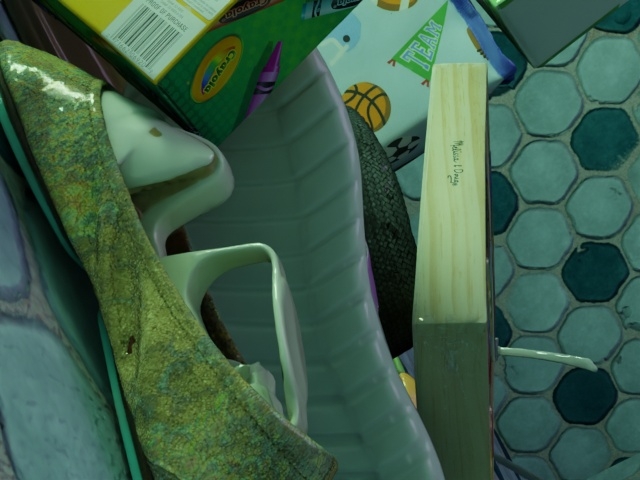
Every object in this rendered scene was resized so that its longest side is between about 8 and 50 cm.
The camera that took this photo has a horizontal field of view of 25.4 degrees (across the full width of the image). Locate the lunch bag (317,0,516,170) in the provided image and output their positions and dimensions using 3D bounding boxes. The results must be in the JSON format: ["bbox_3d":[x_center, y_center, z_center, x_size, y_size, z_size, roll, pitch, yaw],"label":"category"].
[{"bbox_3d":[0.026,-0.178,1.580,0.239,0.328,0.385,60,8,1],"label":"lunch bag"}]

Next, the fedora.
[{"bbox_3d":[0.000,0.000,1.186,0.334,0.152,0.334,-18,90,-88],"label":"fedora"}]

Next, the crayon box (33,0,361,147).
[{"bbox_3d":[-0.107,-0.200,0.896,0.278,0.165,0.081,41,-7,34],"label":"crayon box"}]

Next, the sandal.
[{"bbox_3d":[-0.029,0.038,0.960,0.102,0.169,0.416,8,67,-79],"label":"sandal"}]

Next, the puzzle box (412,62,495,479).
[{"bbox_3d":[0.114,0.063,1.149,0.409,0.052,0.272,-79,166,-57],"label":"puzzle box"}]

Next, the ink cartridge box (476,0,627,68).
[{"bbox_3d":[0.221,-0.345,1.490,0.117,0.201,0.278,44,12,-46],"label":"ink cartridge box"}]

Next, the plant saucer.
[{"bbox_3d":[-0.175,-0.149,1.113,0.278,0.041,0.278,62,5,-10],"label":"plant saucer"}]

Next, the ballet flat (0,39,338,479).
[{"bbox_3d":[-0.085,0.010,0.799,0.348,0.123,0.123,65,7,27],"label":"ballet flat"}]

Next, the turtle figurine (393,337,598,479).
[{"bbox_3d":[0.114,0.126,1.398,0.266,0.198,0.274,44,-33,-9],"label":"turtle figurine"}]
